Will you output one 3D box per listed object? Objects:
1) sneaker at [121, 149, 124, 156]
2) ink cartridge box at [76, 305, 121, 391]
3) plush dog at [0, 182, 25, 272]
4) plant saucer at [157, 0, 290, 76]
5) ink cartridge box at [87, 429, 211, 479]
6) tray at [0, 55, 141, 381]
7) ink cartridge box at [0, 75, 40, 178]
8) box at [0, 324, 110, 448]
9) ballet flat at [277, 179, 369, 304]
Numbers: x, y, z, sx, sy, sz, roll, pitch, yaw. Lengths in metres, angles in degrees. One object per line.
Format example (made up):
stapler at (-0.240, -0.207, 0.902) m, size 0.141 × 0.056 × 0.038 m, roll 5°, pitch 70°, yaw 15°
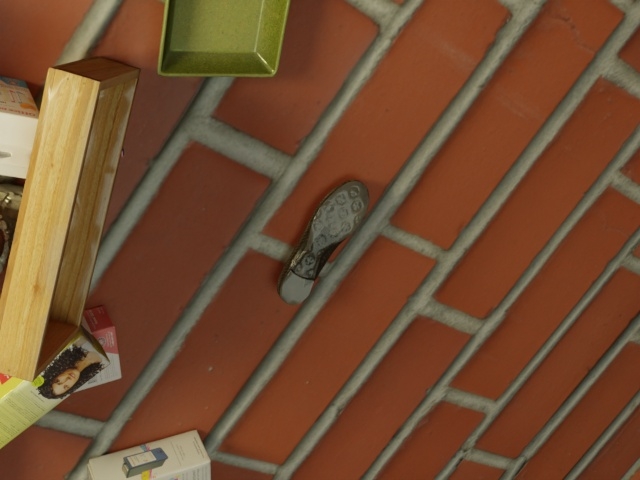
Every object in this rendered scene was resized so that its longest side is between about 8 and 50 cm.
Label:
sneaker at (-0.330, -0.104, 1.486) m, size 0.047 × 0.057 × 0.119 m, roll 29°, pitch 106°, yaw -43°
ink cartridge box at (-0.431, 0.191, 1.632) m, size 0.198 × 0.067 × 0.115 m, roll -15°, pitch 128°, yaw -22°
plush dog at (-0.518, 0.029, 1.393) m, size 0.210 × 0.262 × 0.225 m, roll 18°, pitch 105°, yaw -2°
plant saucer at (-0.140, -0.329, 1.442) m, size 0.188 × 0.045 × 0.188 m, roll -4°, pitch 124°, yaw -27°
ink cartridge box at (-0.314, 0.459, 1.872) m, size 0.212 × 0.093 × 0.154 m, roll -11°, pitch 127°, yaw -21°
tray at (-0.349, -0.037, 1.377) m, size 0.076 × 0.203 × 0.411 m, roll 16°, pitch 105°, yaw 1°
ink cartridge box at (-0.430, -0.151, 1.337) m, size 0.092 × 0.143 × 0.090 m, roll 7°, pitch 118°, yaw -33°
box at (-0.445, 0.225, 1.559) m, size 0.232 × 0.058 × 0.087 m, roll -38°, pitch 134°, yaw -3°
ballet flat at (0.000, 0.000, 1.756) m, size 0.084 × 0.058 × 0.250 m, roll 27°, pitch 101°, yaw -17°
